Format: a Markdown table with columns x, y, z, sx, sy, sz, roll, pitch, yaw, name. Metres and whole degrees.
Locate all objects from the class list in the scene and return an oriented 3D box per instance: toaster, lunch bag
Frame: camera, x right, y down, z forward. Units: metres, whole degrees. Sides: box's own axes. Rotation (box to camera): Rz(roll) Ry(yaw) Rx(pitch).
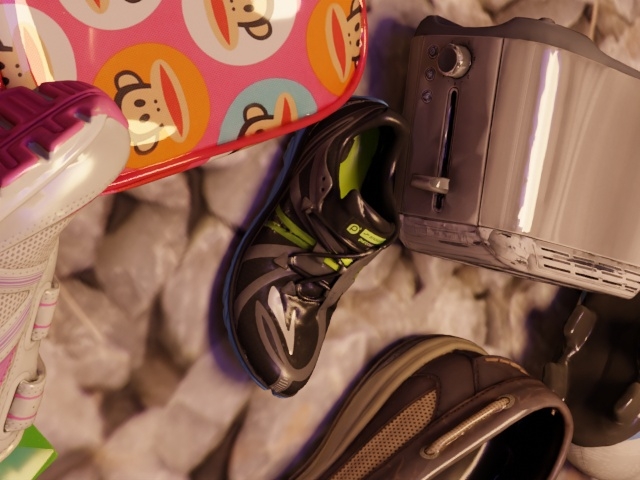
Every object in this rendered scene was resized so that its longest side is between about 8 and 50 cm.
| x | y | z | sx | sy | sz | roll | pitch | yaw | name |
| --- | --- | --- | --- | --- | --- | --- | --- | --- | --- |
| 0.144 | -0.048 | 0.885 | 0.227 | 0.129 | 0.146 | 13 | 89 | -45 | toaster |
| -0.121 | -0.169 | 0.686 | 0.258 | 0.120 | 0.293 | -22 | 107 | -32 | lunch bag |

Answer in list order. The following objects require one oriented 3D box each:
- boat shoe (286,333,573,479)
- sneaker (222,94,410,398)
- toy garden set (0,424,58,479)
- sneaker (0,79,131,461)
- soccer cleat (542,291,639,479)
| x | y | z | sx | sy | sz | roll | pitch | yaw | name |
| --- | --- | --- | --- | --- | --- | --- | --- | --- | --- |
| 0.023 | 0.202 | 0.812 | 0.132 | 0.130 | 0.355 | 47 | 67 | -29 | boat shoe |
| 0.000 | 0.000 | 0.813 | 0.067 | 0.078 | 0.188 | 28 | 77 | -34 | sneaker |
| -0.223 | 0.185 | 0.668 | 0.244 | 0.049 | 0.204 | -45 | 102 | -27 | toy garden set |
| -0.166 | 0.037 | 0.618 | 0.252 | 0.103 | 0.111 | -45 | 123 | 8 | sneaker |
| 0.255 | 0.024 | 0.996 | 0.331 | 0.116 | 0.143 | -60 | 142 | -17 | soccer cleat |
